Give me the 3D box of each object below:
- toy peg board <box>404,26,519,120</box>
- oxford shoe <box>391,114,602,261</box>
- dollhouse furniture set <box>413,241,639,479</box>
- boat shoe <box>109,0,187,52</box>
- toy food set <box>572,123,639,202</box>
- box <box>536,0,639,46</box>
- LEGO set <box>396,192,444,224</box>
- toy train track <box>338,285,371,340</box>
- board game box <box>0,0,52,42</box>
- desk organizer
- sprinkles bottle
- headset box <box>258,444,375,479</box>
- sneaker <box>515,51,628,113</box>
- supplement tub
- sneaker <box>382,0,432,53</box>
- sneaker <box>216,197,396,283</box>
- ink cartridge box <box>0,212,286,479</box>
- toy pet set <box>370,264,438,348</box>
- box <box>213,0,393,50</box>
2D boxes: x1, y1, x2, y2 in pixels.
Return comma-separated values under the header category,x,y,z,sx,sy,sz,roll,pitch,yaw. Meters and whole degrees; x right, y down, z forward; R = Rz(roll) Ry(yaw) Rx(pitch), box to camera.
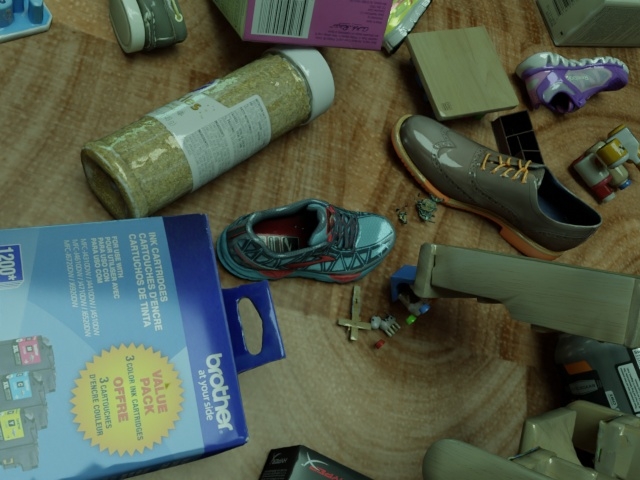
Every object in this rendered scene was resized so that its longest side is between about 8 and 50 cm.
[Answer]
category,x,y,z,sx,sy,sz,roll,pitch,yaw
toy peg board,0.231,-0.274,1.086,0.161,0.079,0.161,-13,75,-21
oxford shoe,0.284,-0.107,1.005,0.364,0.133,0.129,30,61,-9
dollhouse furniture set,0.239,0.218,0.747,0.362,0.257,0.393,6,94,-47
boat shoe,-0.278,-0.418,0.912,0.091,0.109,0.304,-15,82,-28
toy food set,0.531,-0.130,1.123,0.104,0.111,0.232,53,29,4
box,0.629,-0.493,1.302,0.311,0.148,0.121,-8,72,-27
LEGO set,0.159,-0.049,0.997,0.083,0.023,0.054,-4,68,-10
toy train track,0.048,0.104,0.890,0.048,0.014,0.083,12,59,-10
board game box,-0.615,-0.389,0.787,0.390,0.050,0.389,-29,83,-29
desk organizer,0.350,-0.165,1.104,0.047,0.050,0.130,-2,70,-24
sprinkles bottle,-0.140,-0.155,0.852,0.355,0.121,0.121,-38,87,-30
headset box,-0.002,0.410,0.688,0.218,0.110,0.293,30,61,-10
sneaker,0.485,-0.291,1.196,0.237,0.095,0.104,-3,77,-19
supplement tub,0.467,0.234,0.910,0.194,0.193,0.315,-7,72,-25
sneaker,0.145,-0.428,1.108,0.094,0.081,0.208,35,61,-4
sneaker,0.000,0.000,0.846,0.262,0.125,0.104,-6,73,-25
ink cartridge box,-0.244,0.124,0.683,0.396,0.151,0.269,-6,72,-27
toy pet set,0.117,0.076,0.874,0.065,0.122,0.114,49,44,7
box,-0.040,-0.385,0.927,0.214,0.117,0.243,-4,38,-24
